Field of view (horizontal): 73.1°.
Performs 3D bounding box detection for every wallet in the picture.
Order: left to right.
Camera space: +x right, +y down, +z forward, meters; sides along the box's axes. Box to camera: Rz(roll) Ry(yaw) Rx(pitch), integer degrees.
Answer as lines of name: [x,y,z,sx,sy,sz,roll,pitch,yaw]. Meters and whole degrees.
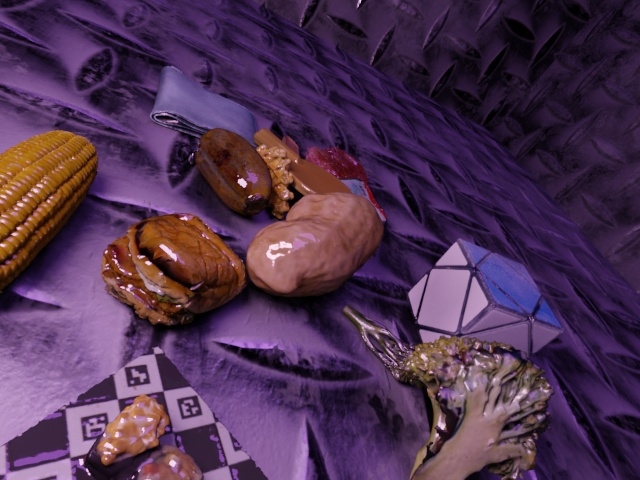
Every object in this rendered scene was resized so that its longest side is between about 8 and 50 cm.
wallet: [-0.297,-0.345,1.163,0.291,0.054,0.251,17,38,-29]

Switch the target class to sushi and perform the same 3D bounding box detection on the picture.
sushi: [-0.188,0.269,0.457,0.294,0.059,0.292,42,33,12]

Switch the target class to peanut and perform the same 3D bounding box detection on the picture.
peanut: [0.000,0.000,0.865,0.192,0.170,0.387,54,35,2]

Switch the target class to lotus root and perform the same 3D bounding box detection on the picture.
lotus root: [-0.187,-0.151,0.942,0.123,0.123,0.241,-18,58,-39]

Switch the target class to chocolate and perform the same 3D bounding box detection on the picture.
chocolate: [-0.090,-0.261,1.259,0.065,0.031,0.100,34,32,-36]

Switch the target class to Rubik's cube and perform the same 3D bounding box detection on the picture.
Rubik's cube: [0.345,0.155,0.942,0.205,0.207,0.204,22,33,-21]

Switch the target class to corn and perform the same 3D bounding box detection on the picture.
corn: [-0.425,-0.058,0.609,0.131,0.131,0.344,23,33,-17]

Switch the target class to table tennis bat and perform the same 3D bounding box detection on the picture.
table tennis bat: [-0.045,-0.181,1.088,0.321,0.050,0.198,40,28,15]

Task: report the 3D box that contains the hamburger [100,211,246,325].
hamburger: [-0.218,0.033,0.676,0.183,0.130,0.206,43,31,9]

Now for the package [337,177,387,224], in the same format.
package: [0.069,-0.105,1.155,0.232,0.040,0.166,-7,60,-35]

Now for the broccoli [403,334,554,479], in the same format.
broccoli: [0.230,0.279,0.728,0.242,0.273,0.180,43,-2,-10]

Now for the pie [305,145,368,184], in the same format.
pie: [0.051,-0.217,1.310,0.219,0.054,0.204,-1,46,-45]

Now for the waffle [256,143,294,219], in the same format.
waffle: [-0.125,-0.137,1.019,0.046,0.161,0.191,2,74,-45]

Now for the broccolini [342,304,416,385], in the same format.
broccolini: [0.124,0.192,0.829,0.203,0.068,0.091,42,53,14]
